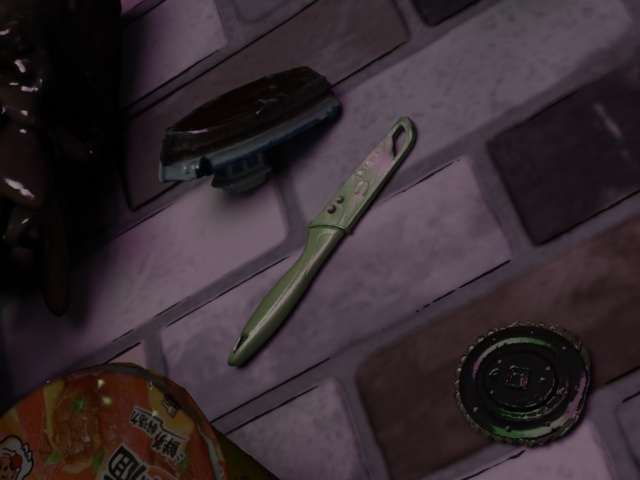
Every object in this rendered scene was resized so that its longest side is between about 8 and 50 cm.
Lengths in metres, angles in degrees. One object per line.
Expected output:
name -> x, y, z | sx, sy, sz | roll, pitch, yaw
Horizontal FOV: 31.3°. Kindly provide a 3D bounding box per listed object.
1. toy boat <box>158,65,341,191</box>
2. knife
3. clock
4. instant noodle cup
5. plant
toy boat -> -0.051, -0.072, 0.808 | 0.140, 0.066, 0.059 | -26, 37, -17
knife -> 0.000, 0.000, 0.769 | 0.030, 0.014, 0.207 | 34, 85, 39
clock -> 0.114, 0.081, 0.656 | 0.083, 0.010, 0.074 | 6, 69, 34
instant noodle cup -> -0.094, 0.188, 0.639 | 0.205, 0.153, 0.205 | -16, 57, 26
plant -> -0.243, -0.095, 0.866 | 0.194, 0.181, 0.320 | -5, 65, 24
